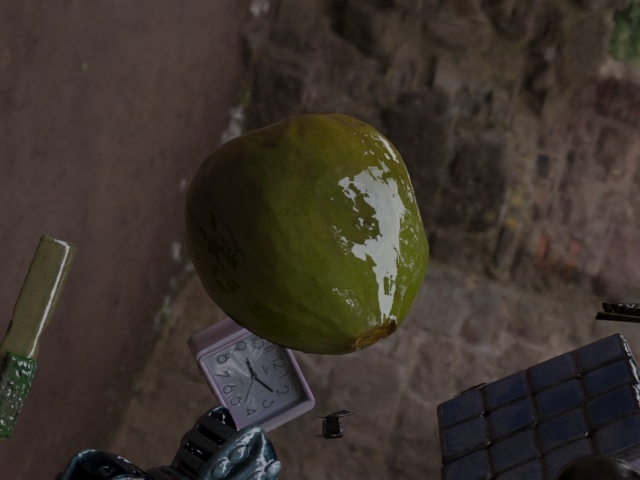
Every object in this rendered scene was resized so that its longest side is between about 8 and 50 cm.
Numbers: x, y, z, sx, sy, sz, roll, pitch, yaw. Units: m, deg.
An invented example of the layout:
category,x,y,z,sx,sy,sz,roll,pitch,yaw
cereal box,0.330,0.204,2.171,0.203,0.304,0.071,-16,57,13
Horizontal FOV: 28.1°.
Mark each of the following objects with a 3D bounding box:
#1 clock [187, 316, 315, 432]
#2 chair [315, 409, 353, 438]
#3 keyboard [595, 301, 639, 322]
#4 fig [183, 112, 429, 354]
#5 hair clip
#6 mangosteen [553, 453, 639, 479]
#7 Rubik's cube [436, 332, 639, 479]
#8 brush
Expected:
category,x,y,z,sx,sy,sz,roll,pitch,yaw
clock,-0.112,0.218,2.093,0.197,0.150,0.063,67,-8,-26
chair,0.021,0.296,2.048,0.086,0.037,0.042,3,82,-64
keyboard,0.516,0.102,1.755,0.106,0.317,0.027,3,-90,54
fig,-0.010,0.004,1.741,0.343,0.343,0.343,15,90,-87
hair clip,-0.207,0.359,1.738,0.310,0.194,0.206,-13,112,-38
mangosteen,0.283,0.296,1.345,0.137,0.151,0.137,61,-4,8
Rubik's cube,0.402,0.409,1.998,0.343,0.344,0.337,59,15,-22
brush,-0.388,0.131,1.682,0.048,0.054,0.282,24,-87,59
